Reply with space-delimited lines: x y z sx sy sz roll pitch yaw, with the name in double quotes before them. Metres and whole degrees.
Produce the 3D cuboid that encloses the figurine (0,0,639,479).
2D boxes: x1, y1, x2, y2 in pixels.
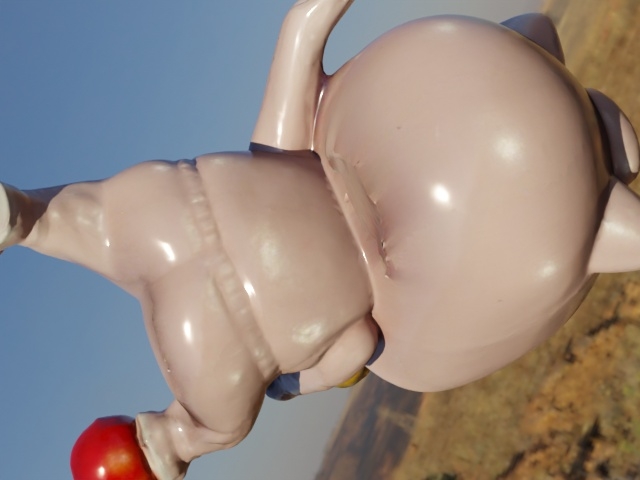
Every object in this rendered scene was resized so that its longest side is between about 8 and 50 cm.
"figurine" 0.000 0.000 0.505 0.288 0.176 0.186 -26 -18 -11
